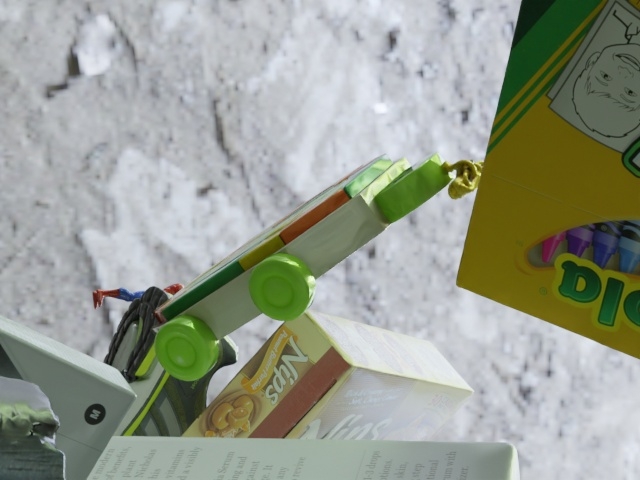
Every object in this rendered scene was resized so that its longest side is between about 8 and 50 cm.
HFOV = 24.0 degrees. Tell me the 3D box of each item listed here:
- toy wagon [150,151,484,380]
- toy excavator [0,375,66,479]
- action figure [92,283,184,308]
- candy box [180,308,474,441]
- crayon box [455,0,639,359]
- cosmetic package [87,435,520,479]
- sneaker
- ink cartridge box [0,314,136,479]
[{"bbox_3d":[0.000,0.000,1.348,0.068,0.344,0.267,54,32,-4],"label":"toy wagon"},{"bbox_3d":[-0.175,0.221,0.538,0.222,0.433,0.445,16,41,-41],"label":"toy excavator"},{"bbox_3d":[-0.189,0.062,1.648,0.115,0.038,0.030,-6,79,-21],"label":"action figure"},{"bbox_3d":[0.015,0.176,1.519,0.183,0.087,0.316,-49,153,11],"label":"candy box"},{"bbox_3d":[0.304,-0.054,1.056,0.106,0.363,0.313,-32,138,-55],"label":"crayon box"},{"bbox_3d":[-0.087,0.269,1.094,0.230,0.453,0.162,-64,151,-60],"label":"cosmetic package"},{"bbox_3d":[-0.180,0.200,1.509,0.121,0.111,0.300,24,102,-26],"label":"sneaker"},{"bbox_3d":[-0.257,0.136,0.900,0.224,0.045,0.223,29,93,-31],"label":"ink cartridge box"}]
